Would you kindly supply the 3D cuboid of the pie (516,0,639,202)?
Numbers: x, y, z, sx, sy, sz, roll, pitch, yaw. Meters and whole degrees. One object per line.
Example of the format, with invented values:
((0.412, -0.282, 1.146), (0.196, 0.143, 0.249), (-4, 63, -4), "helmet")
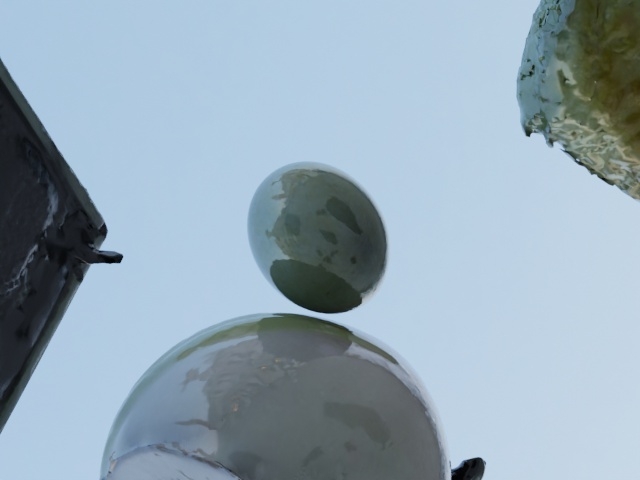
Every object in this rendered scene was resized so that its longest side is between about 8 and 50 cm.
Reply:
((0.368, -0.164, 1.224), (0.395, 0.418, 0.180), (39, -166, -22), "pie")

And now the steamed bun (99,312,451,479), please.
((-0.017, 0.188, 1.445), (0.309, 0.309, 0.309), (4, -94, -55), "steamed bun")

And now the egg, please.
((0.000, 0.000, 1.415), (0.152, 0.114, 0.114), (59, -136, -40), "egg")

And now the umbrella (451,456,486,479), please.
((0.036, 0.245, 1.577), (0.071, 0.248, 0.071), (47, -145, -48), "umbrella")

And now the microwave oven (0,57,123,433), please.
((-0.311, 0.052, 0.789), (0.355, 0.286, 0.218), (-64, -30, -28), "microwave oven")
